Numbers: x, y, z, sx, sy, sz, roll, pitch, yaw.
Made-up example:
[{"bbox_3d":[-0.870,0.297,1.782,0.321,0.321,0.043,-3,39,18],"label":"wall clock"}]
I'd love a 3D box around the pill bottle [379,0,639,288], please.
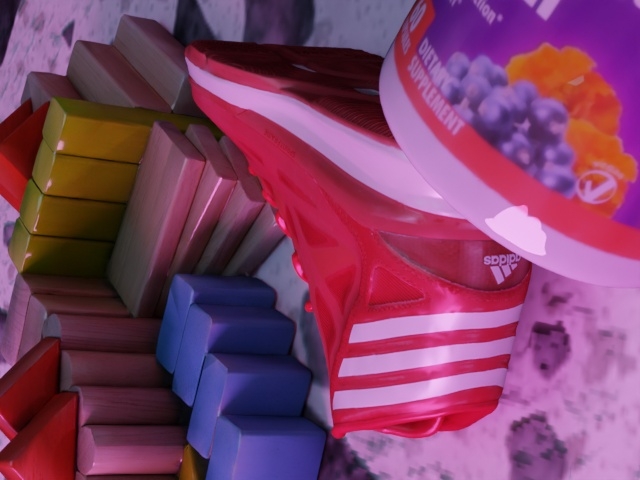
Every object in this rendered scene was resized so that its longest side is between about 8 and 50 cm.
[{"bbox_3d":[0.104,-0.089,0.361,0.193,0.108,0.108,-58,42,34],"label":"pill bottle"}]

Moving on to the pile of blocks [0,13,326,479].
[{"bbox_3d":[-0.089,0.040,0.626,0.149,0.112,0.362,-51,47,40],"label":"pile of blocks"}]

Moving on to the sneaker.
[{"bbox_3d":[0.000,0.000,0.526,0.221,0.087,0.128,-141,55,-63],"label":"sneaker"}]
